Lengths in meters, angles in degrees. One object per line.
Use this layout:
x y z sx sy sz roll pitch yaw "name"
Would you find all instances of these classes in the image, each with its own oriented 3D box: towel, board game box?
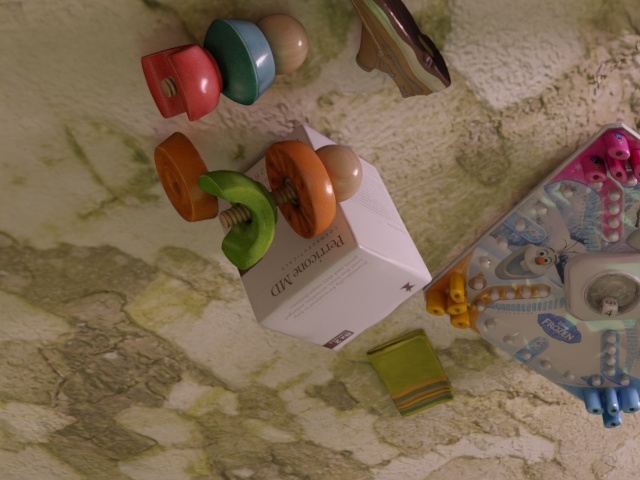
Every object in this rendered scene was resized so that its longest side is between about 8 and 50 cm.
0.154 0.225 1.548 0.102 0.021 0.237 -25 142 4 "towel"
0.409 0.075 1.310 0.390 0.050 0.390 33 126 -16 "board game box"

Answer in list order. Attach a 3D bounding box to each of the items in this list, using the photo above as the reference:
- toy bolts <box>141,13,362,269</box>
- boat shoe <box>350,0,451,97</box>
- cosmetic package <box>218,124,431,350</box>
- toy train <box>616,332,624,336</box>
-0.074 -0.119 0.956 0.159 0.218 0.228 -26 116 -22 "toy bolts"
0.068 -0.200 0.969 0.072 0.068 0.190 -23 144 22 "boat shoe"
0.000 0.000 1.071 0.151 0.183 0.151 -39 143 21 "cosmetic package"
0.553 0.075 1.441 0.334 0.142 0.190 -33 147 30 "toy train"
